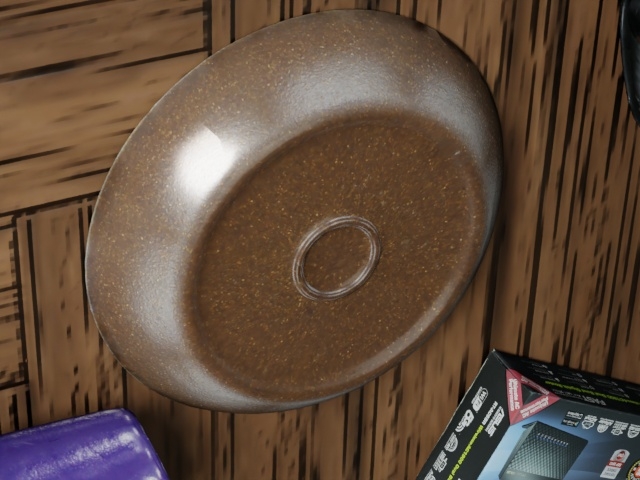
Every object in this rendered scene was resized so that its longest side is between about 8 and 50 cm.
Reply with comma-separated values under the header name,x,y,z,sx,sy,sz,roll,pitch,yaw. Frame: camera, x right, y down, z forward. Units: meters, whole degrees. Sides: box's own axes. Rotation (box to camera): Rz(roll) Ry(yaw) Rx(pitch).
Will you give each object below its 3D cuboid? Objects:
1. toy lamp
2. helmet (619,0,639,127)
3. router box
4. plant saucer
name,x,y,z,sx,sy,sz,roll,pitch,yaw
toy lamp,-0.188,0.150,0.723,0.275,0.080,0.080,-27,131,-13
helmet,0.222,-0.069,0.762,0.162,0.169,0.169,-17,130,0
router box,0.114,0.111,0.904,0.122,0.038,0.092,15,113,-37
plant saucer,0.000,0.000,0.761,0.199,0.036,0.198,-15,127,-21
